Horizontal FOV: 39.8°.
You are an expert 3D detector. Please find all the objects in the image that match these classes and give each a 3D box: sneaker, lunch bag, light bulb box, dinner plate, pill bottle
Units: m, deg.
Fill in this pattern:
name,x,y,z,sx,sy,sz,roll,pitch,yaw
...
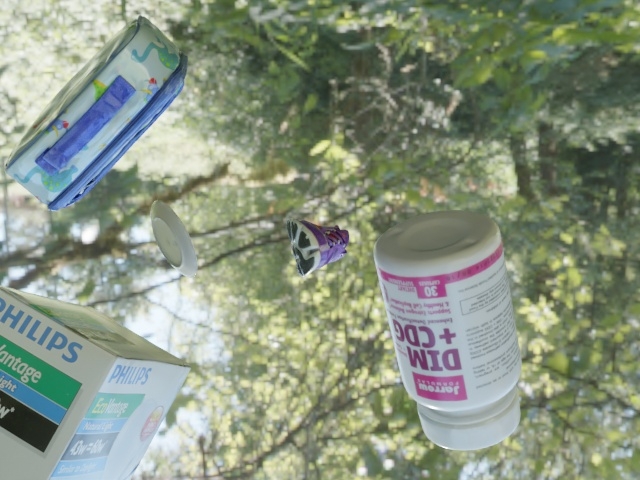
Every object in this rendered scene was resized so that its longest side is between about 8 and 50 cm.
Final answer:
name,x,y,z,sx,sy,sz,roll,pitch,yaw
sneaker,0.000,0.000,1.031,0.071,0.068,0.170,-15,-179,0
lunch bag,-0.242,-0.139,0.968,0.219,0.090,0.176,-45,-160,8
light bulb box,-0.420,0.291,1.355,0.225,0.361,0.358,27,175,12
dinner plate,-0.248,0.001,1.464,0.017,0.141,0.141,-29,-151,-29
pill bottle,0.173,0.118,1.144,0.160,0.283,0.160,-13,-158,5
